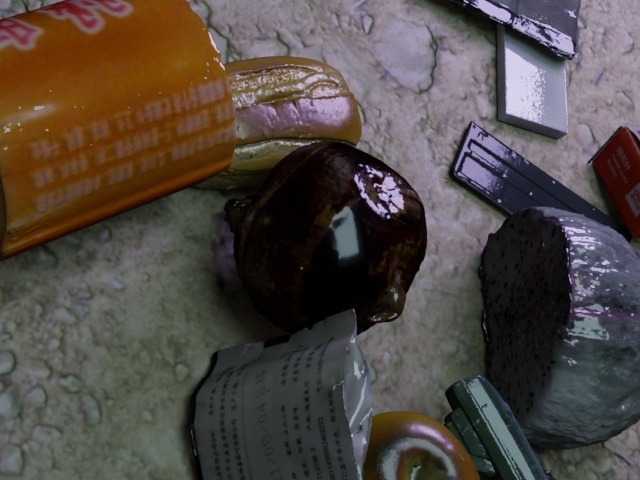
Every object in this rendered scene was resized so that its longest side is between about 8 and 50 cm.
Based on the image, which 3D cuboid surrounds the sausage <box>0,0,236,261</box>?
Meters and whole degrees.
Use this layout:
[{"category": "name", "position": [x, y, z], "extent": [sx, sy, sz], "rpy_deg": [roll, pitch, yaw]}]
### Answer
[{"category": "sausage", "position": [-0.259, -0.126, 1.539], "extent": [0.287, 0.233, 0.233], "rpy_deg": [-23, 82, -36]}]

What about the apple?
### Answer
[{"category": "apple", "position": [0.084, 0.256, 1.562], "extent": [0.146, 0.147, 0.163], "rpy_deg": [-26, 64, -20]}]

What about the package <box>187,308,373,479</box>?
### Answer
[{"category": "package", "position": [-0.043, 0.209, 1.538], "extent": [0.062, 0.204, 0.250], "rpy_deg": [23, 57, -48]}]

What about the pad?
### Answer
[{"category": "pad", "position": [0.256, -0.350, 2.052], "extent": [0.233, 0.022, 0.174], "rpy_deg": [25, 50, -15]}]

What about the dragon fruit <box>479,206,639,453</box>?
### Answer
[{"category": "dragon fruit", "position": [0.325, 0.104, 1.800], "extent": [0.221, 0.204, 0.283], "rpy_deg": [15, 63, -25]}]

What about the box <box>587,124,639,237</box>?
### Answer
[{"category": "box", "position": [0.474, -0.084, 2.021], "extent": [0.182, 0.099, 0.133], "rpy_deg": [-2, 55, -32]}]

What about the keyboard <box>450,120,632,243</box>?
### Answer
[{"category": "keyboard", "position": [0.335, -0.020, 1.969], "extent": [0.381, 0.041, 0.103], "rpy_deg": [30, 57, -9]}]

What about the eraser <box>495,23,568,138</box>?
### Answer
[{"category": "eraser", "position": [0.284, -0.216, 2.027], "extent": [0.104, 0.023, 0.150], "rpy_deg": [15, 63, -25]}]

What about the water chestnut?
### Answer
[{"category": "water chestnut", "position": [0.000, 0.000, 1.655], "extent": [0.224, 0.238, 0.223], "rpy_deg": [-27, 126, -46]}]

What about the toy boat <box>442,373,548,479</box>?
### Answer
[{"category": "toy boat", "position": [0.204, 0.272, 1.649], "extent": [0.085, 0.078, 0.260], "rpy_deg": [-26, 82, -11]}]

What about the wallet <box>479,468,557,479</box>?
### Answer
[{"category": "wallet", "position": [0.202, 0.366, 1.699], "extent": [0.335, 0.068, 0.275], "rpy_deg": [38, 57, -16]}]

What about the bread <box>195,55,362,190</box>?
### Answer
[{"category": "bread", "position": [-0.066, -0.136, 1.733], "extent": [0.236, 0.106, 0.140], "rpy_deg": [-12, 78, -33]}]
